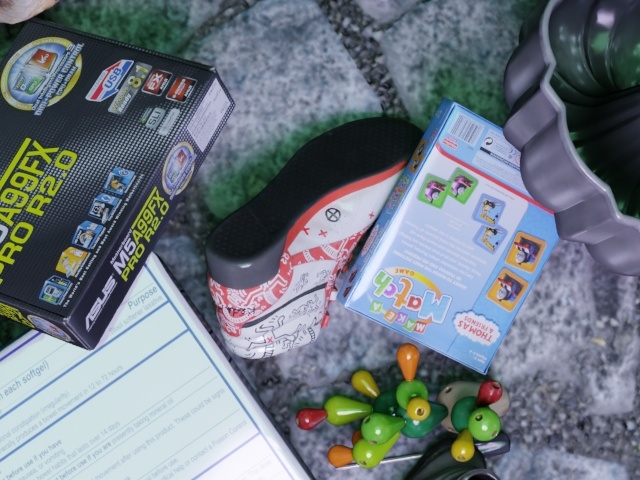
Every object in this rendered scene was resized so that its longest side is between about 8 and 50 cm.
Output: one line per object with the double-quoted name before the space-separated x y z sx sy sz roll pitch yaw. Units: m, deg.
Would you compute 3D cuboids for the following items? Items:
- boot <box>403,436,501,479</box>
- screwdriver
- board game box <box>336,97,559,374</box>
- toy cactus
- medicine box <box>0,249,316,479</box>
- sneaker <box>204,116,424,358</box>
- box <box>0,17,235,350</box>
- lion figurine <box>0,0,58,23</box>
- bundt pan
"boot" 0.071 0.288 1.474 0.083 0.161 0.246 36 96 -2
"screwdriver" 0.099 0.209 1.555 0.170 0.024 0.025 -13 60 -1
"board game box" 0.133 -0.002 1.503 0.160 0.039 0.211 27 95 -19
"toy cactus" 0.099 0.151 1.500 0.180 0.219 0.112 -6 82 -43
"medicine box" -0.180 0.196 1.478 0.263 0.149 0.289 -35 90 -3
"sneaker" -0.001 0.000 1.527 0.090 0.145 0.270 27 50 31
"box" -0.232 -0.057 1.445 0.216 0.060 0.270 19 68 27
"lion figurine" -0.248 -0.392 1.455 0.240 0.142 0.392 5 98 33
"bundt pan" 0.298 -0.103 1.472 0.330 0.124 0.331 13 63 -27
